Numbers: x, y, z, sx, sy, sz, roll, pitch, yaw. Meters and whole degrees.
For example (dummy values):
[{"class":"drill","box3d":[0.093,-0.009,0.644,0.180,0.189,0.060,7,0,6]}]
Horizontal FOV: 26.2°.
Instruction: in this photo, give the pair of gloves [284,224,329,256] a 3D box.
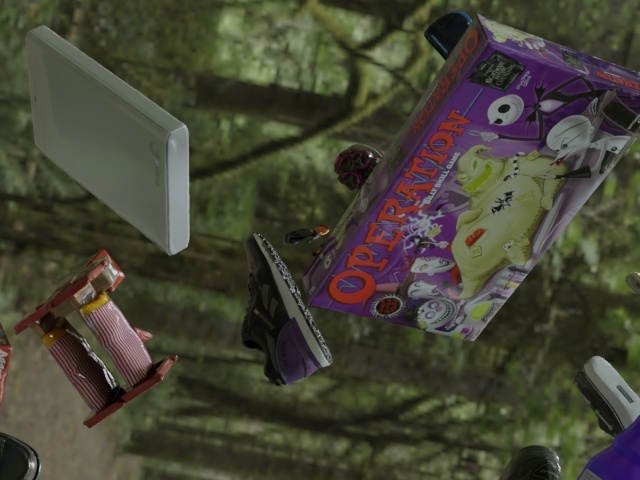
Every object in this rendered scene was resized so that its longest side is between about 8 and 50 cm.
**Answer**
[{"class":"pair of gloves","box3d":[0.000,0.000,1.754,0.074,0.083,0.010,-21,123,-44]}]

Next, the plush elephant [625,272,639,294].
[{"class":"plush elephant","box3d":[0.613,0.072,2.060,0.330,0.272,0.255,-56,177,29]}]

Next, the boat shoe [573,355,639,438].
[{"class":"boat shoe","box3d":[0.519,0.304,2.381,0.070,0.078,0.219,-54,-125,35]}]

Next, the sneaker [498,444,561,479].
[{"class":"sneaker","box3d":[0.261,0.398,1.869,0.130,0.087,0.227,-86,-159,-58]}]

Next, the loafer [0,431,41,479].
[{"class":"loafer","box3d":[-0.527,0.301,1.933,0.084,0.267,0.096,47,53,-70]}]

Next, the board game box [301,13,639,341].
[{"class":"board game box","box3d":[0.151,-0.045,1.342,0.347,0.208,0.056,-57,-152,34]}]

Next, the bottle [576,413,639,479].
[{"class":"bottle","box3d":[0.450,0.382,2.097,0.283,0.118,0.092,-59,153,4]}]

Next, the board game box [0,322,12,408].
[{"class":"board game box","box3d":[-0.465,0.170,1.881,0.281,0.027,0.145,-145,-114,-65]}]

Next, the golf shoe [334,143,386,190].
[{"class":"golf shoe","box3d":[0.111,-0.069,1.752,0.067,0.186,0.086,-60,171,25]}]

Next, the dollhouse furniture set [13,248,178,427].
[{"class":"dollhouse furniture set","box3d":[-0.335,0.129,2.232,0.152,0.201,0.374,-34,-171,12]}]

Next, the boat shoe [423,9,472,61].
[{"class":"boat shoe","box3d":[0.257,-0.261,2.339,0.258,0.089,0.109,61,-6,1]}]

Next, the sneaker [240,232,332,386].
[{"class":"sneaker","box3d":[-0.094,0.114,2.313,0.283,0.124,0.107,63,4,33]}]

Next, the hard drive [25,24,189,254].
[{"class":"hard drive","box3d":[-0.290,-0.138,1.862,0.040,0.307,0.203,-29,140,-33]}]
